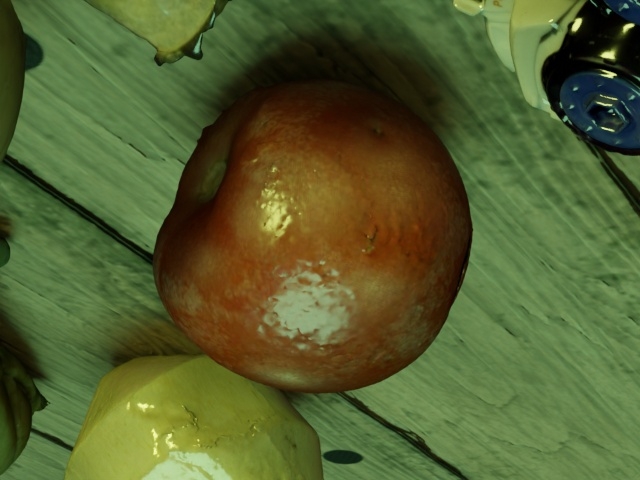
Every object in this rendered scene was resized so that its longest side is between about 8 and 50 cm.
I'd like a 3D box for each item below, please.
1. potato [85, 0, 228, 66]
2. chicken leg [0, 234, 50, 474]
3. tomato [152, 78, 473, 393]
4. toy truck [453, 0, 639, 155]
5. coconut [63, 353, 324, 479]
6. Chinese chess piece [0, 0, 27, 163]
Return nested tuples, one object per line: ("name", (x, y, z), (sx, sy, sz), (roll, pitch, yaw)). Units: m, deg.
("potato", (-0.129, -0.206, 0.575), (0.243, 0.098, 0.138), (30, 134, -9))
("chicken leg", (-0.344, 0.109, 1.122), (0.201, 0.152, 0.429), (0, 144, -16))
("tomato", (0.000, 0.000, 0.797), (0.184, 0.208, 0.208), (29, 142, -23))
("toy truck", (0.123, -0.162, 0.583), (0.177, 0.161, 0.213), (20, 153, 13))
("coconut", (-0.128, 0.219, 1.193), (0.259, 0.259, 0.259), (3, 150, 2))
("Chinese chess piece", (-0.313, -0.121, 0.605), (0.338, 0.140, 0.338), (25, 163, 8))
